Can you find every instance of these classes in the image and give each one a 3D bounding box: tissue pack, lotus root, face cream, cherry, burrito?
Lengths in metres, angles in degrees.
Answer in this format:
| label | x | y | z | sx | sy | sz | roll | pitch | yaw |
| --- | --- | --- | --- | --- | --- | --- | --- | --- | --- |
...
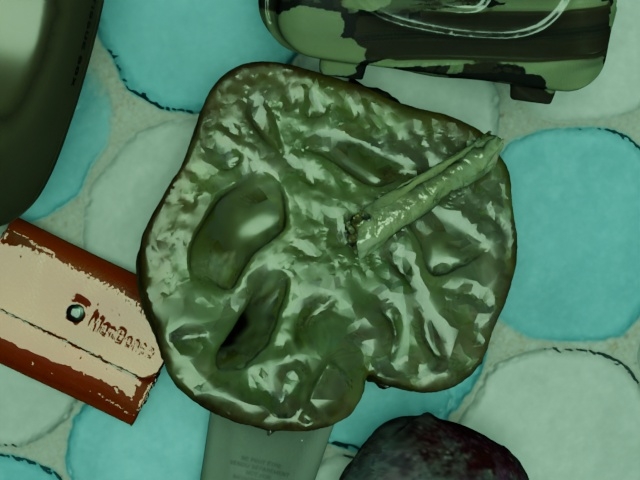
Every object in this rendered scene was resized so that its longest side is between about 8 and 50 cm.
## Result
| label | x | y | z | sx | sy | sz | roll | pitch | yaw |
| --- | --- | --- | --- | --- | --- | --- | --- | --- | --- |
| tissue pack | -0.343 | -0.212 | 1.761 | 0.267 | 0.277 | 0.387 | 14 | 90 | 3 |
| lotus root | 0.000 | 0.000 | 1.851 | 0.390 | 0.111 | 0.375 | -28 | 88 | -9 |
| face cream | -0.069 | 0.261 | 1.890 | 0.143 | 0.089 | 0.314 | 14 | 83 | -2 |
| cherry | 0.105 | 0.265 | 1.855 | 0.195 | 0.195 | 0.195 | 0 | 92 | -4 |
| burrito | 0.102 | -0.046 | 1.802 | 0.185 | 0.045 | 0.041 | -32 | 95 | -12 |

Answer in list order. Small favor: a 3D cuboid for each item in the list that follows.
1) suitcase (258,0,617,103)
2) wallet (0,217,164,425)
| label | x | y | z | sx | sy | sz | roll | pitch | yaw |
| --- | --- | --- | --- | --- | --- | --- | --- | --- | --- |
| suitcase | 0.128 | -0.322 | 1.810 | 0.352 | 0.194 | 0.339 | 6 | 106 | -10 |
| wallet | -0.247 | 0.081 | 1.885 | 0.204 | 0.045 | 0.142 | 26 | 90 | -5 |
